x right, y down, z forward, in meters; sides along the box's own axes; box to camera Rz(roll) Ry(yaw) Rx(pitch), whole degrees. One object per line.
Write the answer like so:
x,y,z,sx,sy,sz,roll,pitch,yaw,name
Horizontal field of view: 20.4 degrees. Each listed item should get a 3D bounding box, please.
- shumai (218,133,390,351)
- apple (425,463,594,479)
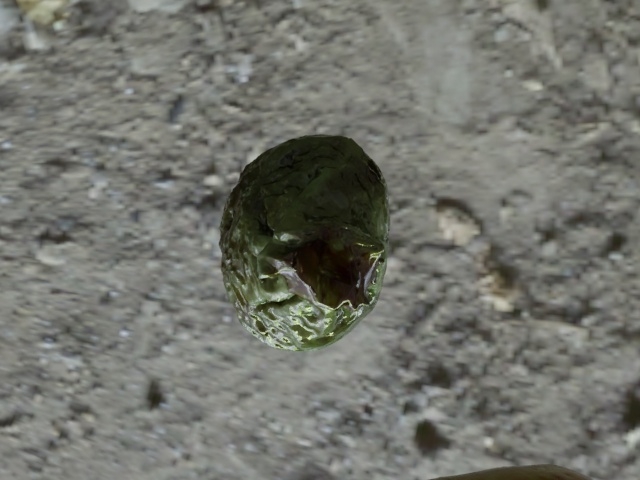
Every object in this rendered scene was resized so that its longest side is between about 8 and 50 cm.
-0.001,0.000,0.976,0.099,0.087,0.124,4,87,-14,shumai
0.094,0.268,1.088,0.264,0.264,0.264,-1,92,-27,apple
